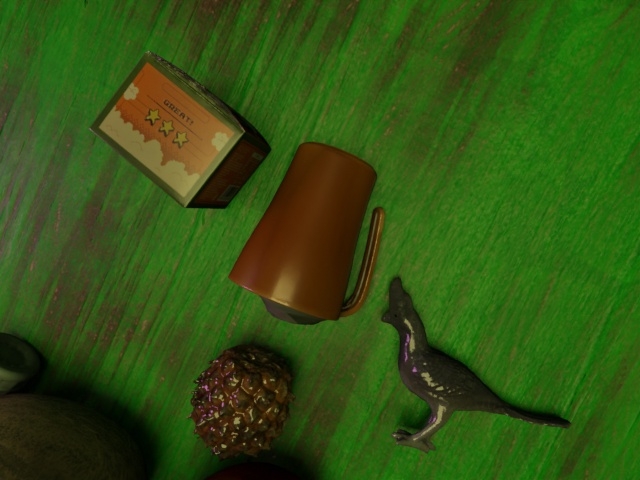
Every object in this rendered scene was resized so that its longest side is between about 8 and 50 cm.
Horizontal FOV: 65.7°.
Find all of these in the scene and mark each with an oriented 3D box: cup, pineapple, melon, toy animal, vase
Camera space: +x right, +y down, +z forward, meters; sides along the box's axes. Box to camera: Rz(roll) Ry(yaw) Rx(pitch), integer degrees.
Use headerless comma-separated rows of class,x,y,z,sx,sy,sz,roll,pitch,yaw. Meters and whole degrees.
cup,0.000,0.000,0.777,0.226,0.182,0.263,23,88,-30
pineapple,-0.130,0.270,0.796,0.167,0.166,0.192,18,96,4
melon,-0.429,0.377,0.775,0.329,0.248,0.248,38,96,-15
toy animal,0.201,0.253,0.797,0.367,0.081,0.205,40,85,2
vase,-0.624,0.302,0.853,0.143,0.143,0.298,40,93,2

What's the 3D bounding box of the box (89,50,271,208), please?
box,-0.195,-0.156,0.755,0.178,0.195,0.148,40,96,2

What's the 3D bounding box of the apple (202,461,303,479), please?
apple,-0.128,0.508,0.753,0.317,0.288,0.288,-39,89,19
